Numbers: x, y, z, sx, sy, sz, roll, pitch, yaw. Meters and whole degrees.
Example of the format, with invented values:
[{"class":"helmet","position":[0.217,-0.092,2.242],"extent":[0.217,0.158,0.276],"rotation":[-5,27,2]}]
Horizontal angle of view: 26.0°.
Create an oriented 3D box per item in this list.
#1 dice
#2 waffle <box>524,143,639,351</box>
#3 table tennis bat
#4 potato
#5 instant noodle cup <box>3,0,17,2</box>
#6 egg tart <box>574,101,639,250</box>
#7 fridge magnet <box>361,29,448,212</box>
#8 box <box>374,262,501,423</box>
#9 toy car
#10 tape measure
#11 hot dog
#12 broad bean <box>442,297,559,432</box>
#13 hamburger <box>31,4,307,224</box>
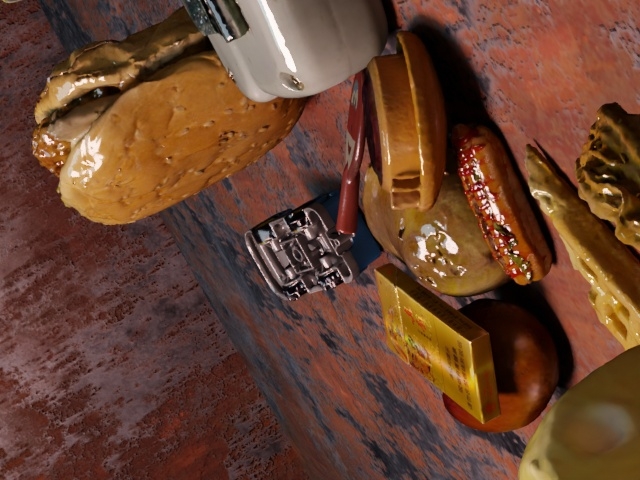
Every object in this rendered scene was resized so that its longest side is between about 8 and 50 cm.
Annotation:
[{"class":"dice","position":[0.235,0.171,0.844],"extent":[0.169,0.169,0.166],"rotation":[43,161,52]},{"class":"waffle","position":[0.201,0.031,0.993],"extent":[0.191,0.032,0.125],"rotation":[54,170,32]},{"class":"table tennis bat","position":[0.031,-0.082,1.249],"extent":[0.098,0.019,0.155],"rotation":[-107,22,-75]},{"class":"potato","position":[0.093,-0.010,1.208],"extent":[0.164,0.081,0.200],"rotation":[62,170,-18]},{"class":"instant noodle cup","position":[-0.308,-0.405,1.429],"extent":[0.221,0.311,0.311],"rotation":[50,169,-5]},{"class":"egg tart","position":[0.207,0.009,0.657],"extent":[0.212,0.090,0.213],"rotation":[47,-165,-17]},{"class":"fridge magnet","position":[0.067,-0.092,1.081],"extent":[0.143,0.063,0.143],"rotation":[172,90,-89]},{"class":"box","position":[0.098,0.086,1.193],"extent":[0.156,0.022,0.089],"rotation":[38,144,52]},{"class":"toy car","position":[0.000,0.000,1.591],"extent":[0.191,0.100,0.097],"rotation":[-19,102,58]},{"class":"tape measure","position":[-0.060,-0.236,1.157],"extent":[0.243,0.125,0.246],"rotation":[61,169,-14]},{"class":"hot dog","position":[0.136,-0.029,1.073],"extent":[0.144,0.038,0.062],"rotation":[63,168,-20]},{"class":"broad bean","position":[0.157,0.107,1.217],"extent":[0.114,0.084,0.165],"rotation":[28,151,20]},{"class":"hamburger","position":[-0.147,-0.127,1.395],"extent":[0.259,0.283,0.145],"rotation":[87,159,-79]}]
